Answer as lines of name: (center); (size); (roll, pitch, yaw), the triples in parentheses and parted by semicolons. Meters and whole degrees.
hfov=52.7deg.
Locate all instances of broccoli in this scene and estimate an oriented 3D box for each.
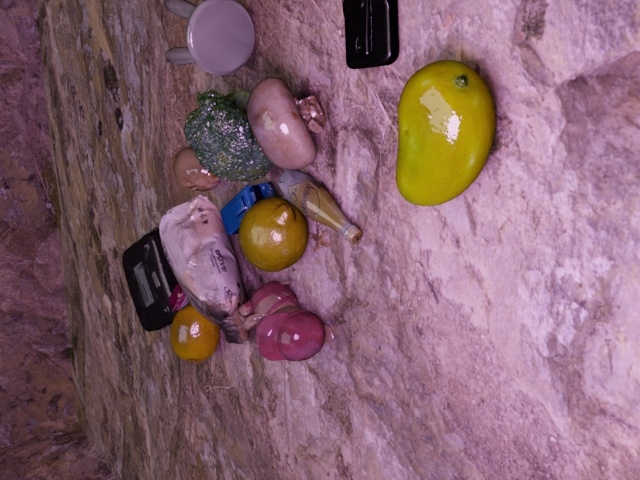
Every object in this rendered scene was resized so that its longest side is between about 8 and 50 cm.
broccoli: (-0.227, -0.275, 1.700); (0.261, 0.269, 0.242); (103, 177, -61)

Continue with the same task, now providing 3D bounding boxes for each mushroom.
mushroom: (-0.077, -0.281, 1.528); (0.227, 0.178, 0.226); (57, -177, -5)

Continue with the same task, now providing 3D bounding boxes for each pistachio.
pistachio: (-0.378, -0.222, 1.982); (0.215, 0.143, 0.144); (37, 128, 49)

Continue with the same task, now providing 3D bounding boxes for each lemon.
lemon: (-0.123, -0.009, 1.655); (0.184, 0.184, 0.248); (63, 154, 19)
lemon: (-0.414, 0.303, 2.148); (0.170, 0.169, 0.208); (1, 85, 53)

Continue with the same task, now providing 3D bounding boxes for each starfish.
starfish: (0.000, 0.000, 1.634); (0.092, 0.016, 0.086); (34, 128, 40)

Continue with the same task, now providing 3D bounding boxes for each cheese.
cheese: (-0.442, 0.150, 2.132); (0.155, 0.062, 0.244); (-56, 11, 24)

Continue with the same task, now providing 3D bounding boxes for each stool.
stool: (-0.305, -0.552, 1.736); (0.198, 0.195, 0.196); (27, 121, 49)

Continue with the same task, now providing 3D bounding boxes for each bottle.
bottle: (0.002, -0.082, 1.552); (0.269, 0.083, 0.083); (41, 130, 34)

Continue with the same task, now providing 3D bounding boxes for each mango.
mango: (0.224, -0.187, 1.169); (0.185, 0.149, 0.273); (23, 123, 41)

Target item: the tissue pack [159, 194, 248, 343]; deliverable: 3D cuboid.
tissue pack: (-0.329, 0.102, 1.900); (0.390, 0.195, 0.376); (95, 152, -67)

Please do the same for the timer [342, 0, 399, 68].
timer: (0.098, -0.455, 1.339); (0.144, 0.055, 0.188); (11, 109, 51)

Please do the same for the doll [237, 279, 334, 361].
doll: (-0.097, 0.222, 1.685); (0.256, 0.196, 0.152); (40, 148, 49)

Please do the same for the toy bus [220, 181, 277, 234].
toy bus: (-0.197, -0.087, 1.795); (0.184, 0.106, 0.090); (-34, 70, 52)

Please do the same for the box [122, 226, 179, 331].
box: (-0.643, 0.159, 2.473); (0.350, 0.090, 0.360); (-29, 78, 53)
